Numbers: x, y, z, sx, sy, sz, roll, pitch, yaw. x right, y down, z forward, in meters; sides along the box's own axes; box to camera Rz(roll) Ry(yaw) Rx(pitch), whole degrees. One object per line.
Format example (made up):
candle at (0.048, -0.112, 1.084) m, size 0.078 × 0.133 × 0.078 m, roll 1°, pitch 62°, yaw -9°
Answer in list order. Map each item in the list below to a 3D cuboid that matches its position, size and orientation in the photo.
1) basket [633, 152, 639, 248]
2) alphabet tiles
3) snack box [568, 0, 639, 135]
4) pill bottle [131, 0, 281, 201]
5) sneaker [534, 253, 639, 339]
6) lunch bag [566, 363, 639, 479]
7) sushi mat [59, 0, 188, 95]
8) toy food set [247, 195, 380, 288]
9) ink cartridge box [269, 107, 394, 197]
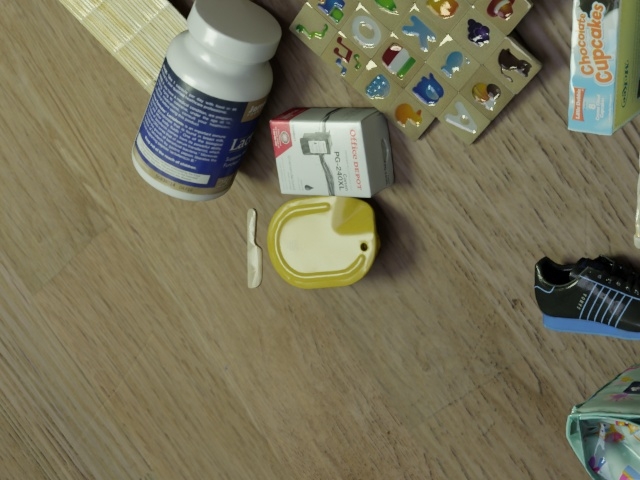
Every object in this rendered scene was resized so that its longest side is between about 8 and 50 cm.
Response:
basket at (0.498, -0.152, 1.524) m, size 0.331 × 0.266 × 0.328 m, roll 6°, pitch 113°, yaw 15°
alphabet tiles at (0.107, -0.282, 1.890) m, size 0.342 × 0.011 × 0.285 m, roll 42°, pitch 136°, yaw 2°
snack box at (0.340, -0.296, 1.657) m, size 0.060 × 0.187 × 0.322 m, roll 12°, pitch 116°, yaw 30°
pill bottle at (-0.154, -0.197, 2.060) m, size 0.153 × 0.153 × 0.265 m, roll 36°, pitch 126°, yaw 17°
sneaker at (0.368, 0.066, 1.861) m, size 0.232 × 0.081 × 0.090 m, roll -1°, pitch 116°, yaw 36°
lunch bag at (0.440, 0.253, 1.802) m, size 0.262 × 0.223 × 0.160 m, roll 36°, pitch 120°, yaw 19°
sushi mat at (-0.301, -0.345, 2.130) m, size 0.316 × 0.019 × 0.151 m, roll 45°, pitch 131°, yaw -10°
toy food set at (0.000, 0.000, 2.098) m, size 0.217 × 0.071 × 0.128 m, roll -4°, pitch 94°, yaw 33°
ink cartridge box at (0.016, -0.120, 2.034) m, size 0.150 × 0.063 × 0.109 m, roll 3°, pitch 111°, yaw 34°
